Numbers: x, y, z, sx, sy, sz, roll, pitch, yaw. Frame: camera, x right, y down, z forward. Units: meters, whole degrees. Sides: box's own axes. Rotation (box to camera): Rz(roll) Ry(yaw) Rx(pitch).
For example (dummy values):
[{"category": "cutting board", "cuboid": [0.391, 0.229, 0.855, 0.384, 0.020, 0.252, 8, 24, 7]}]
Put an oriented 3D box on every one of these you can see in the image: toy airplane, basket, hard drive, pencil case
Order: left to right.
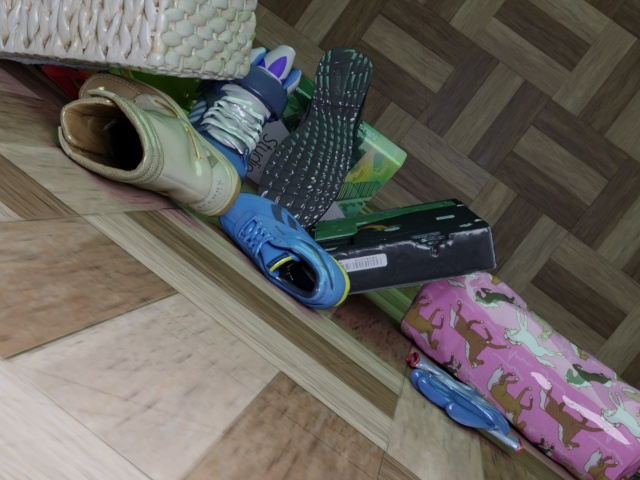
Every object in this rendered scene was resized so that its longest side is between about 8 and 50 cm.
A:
[{"category": "toy airplane", "cuboid": [-0.361, -0.236, 1.386, 0.151, 0.028, 0.151, 37, 8, -6]}, {"category": "basket", "cuboid": [-0.237, -0.368, 1.212, 0.266, 0.328, 0.331, 11, 9, 14]}, {"category": "hard drive", "cuboid": [0.101, 0.005, 1.347, 0.339, 0.236, 0.064, -92, 172, -81]}, {"category": "pencil case", "cuboid": [0.292, 0.176, 1.349, 0.386, 0.160, 0.167, 38, 5, 20]}]

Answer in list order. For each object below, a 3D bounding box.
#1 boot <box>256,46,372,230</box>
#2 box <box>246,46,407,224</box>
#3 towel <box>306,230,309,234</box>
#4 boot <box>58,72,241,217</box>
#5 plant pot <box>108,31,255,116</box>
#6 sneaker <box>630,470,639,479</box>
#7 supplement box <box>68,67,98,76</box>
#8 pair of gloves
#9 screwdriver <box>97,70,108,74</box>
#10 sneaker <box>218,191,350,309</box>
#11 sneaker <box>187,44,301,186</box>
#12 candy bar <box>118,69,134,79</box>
[{"category": "boot", "cuboid": [0.000, -0.116, 1.532, 0.118, 0.338, 0.223, 24, -22, 7]}, {"category": "box", "cuboid": [-0.037, -0.170, 1.770, 0.322, 0.232, 0.058, 35, 42, -9]}, {"category": "towel", "cuboid": [0.000, 0.000, 1.650, 0.237, 0.021, 0.102, 40, 2, 31]}, {"category": "boot", "cuboid": [-0.231, -0.132, 1.105, 0.262, 0.095, 0.203, 43, 11, 25]}, {"category": "plant pot", "cuboid": [-0.305, -0.392, 1.927, 0.228, 0.227, 0.207, 30, 3, -37]}, {"category": "sneaker", "cuboid": [0.465, 0.333, 1.437, 0.300, 0.111, 0.121, 26, -45, 61]}, {"category": "supplement box", "cuboid": [-0.428, -0.372, 1.536, 0.194, 0.129, 0.191, 32, 8, -31]}, {"category": "pair of gloves", "cuboid": [0.172, 0.198, 1.177, 0.159, 0.023, 0.198, 35, 6, 0]}, {"category": "screwdriver", "cuboid": [-0.354, -0.255, 1.561, 0.024, 0.025, 0.170, 34, 7, -19]}, {"category": "sneaker", "cuboid": [-0.056, 0.004, 1.146, 0.209, 0.069, 0.082, 40, 12, 25]}, {"category": "sneaker", "cuboid": [-0.122, -0.197, 1.439, 0.130, 0.236, 0.323, 35, 7, -13]}, {"category": "candy bar", "cuboid": [-0.354, -0.313, 1.712, 0.040, 0.018, 0.161, 45, -14, 55]}]
